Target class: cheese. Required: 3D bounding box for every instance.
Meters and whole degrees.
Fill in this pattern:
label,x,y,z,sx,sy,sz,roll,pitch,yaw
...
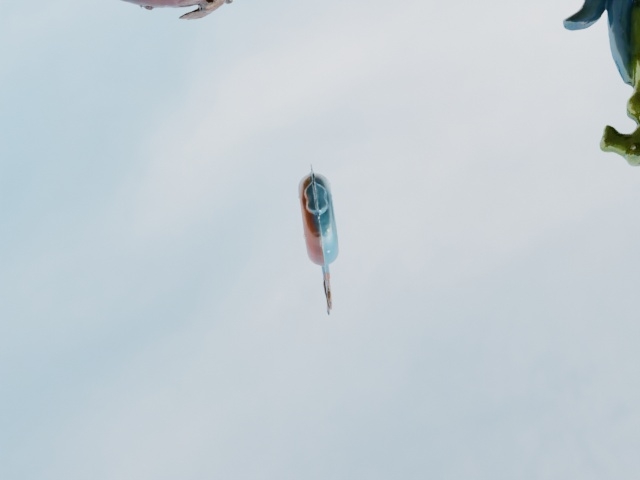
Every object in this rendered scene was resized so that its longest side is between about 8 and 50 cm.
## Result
label,x,y,z,sx,sy,sz,roll,pitch,yaw
cheese,0.000,0.000,1.459,0.037,0.256,0.106,-6,-114,0

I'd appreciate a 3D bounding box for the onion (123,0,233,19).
label,x,y,z,sx,sy,sz,roll,pitch,yaw
onion,-0.097,-0.236,0.792,0.159,0.159,0.195,-9,-119,8

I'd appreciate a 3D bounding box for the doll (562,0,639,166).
label,x,y,z,sx,sy,sz,roll,pitch,yaw
doll,0.356,-0.233,1.043,0.346,0.099,0.341,-3,-84,18
